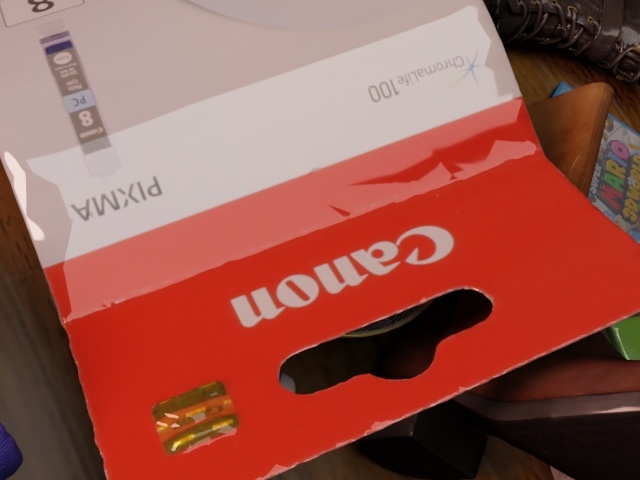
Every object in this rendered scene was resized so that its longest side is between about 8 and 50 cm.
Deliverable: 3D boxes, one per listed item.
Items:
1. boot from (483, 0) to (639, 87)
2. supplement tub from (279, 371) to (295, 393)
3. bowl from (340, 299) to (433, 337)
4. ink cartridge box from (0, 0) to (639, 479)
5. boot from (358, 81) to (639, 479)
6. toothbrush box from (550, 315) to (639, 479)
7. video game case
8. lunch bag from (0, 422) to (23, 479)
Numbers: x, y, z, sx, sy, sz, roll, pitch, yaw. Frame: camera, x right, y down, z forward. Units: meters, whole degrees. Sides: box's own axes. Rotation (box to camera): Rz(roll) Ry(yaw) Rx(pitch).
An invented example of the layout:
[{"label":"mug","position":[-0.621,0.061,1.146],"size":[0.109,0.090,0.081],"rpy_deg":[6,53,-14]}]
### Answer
[{"label":"boot","position":[0.218,-0.196,0.730],"size":[0.228,0.091,0.263],"rpy_deg":[26,57,-4]},{"label":"supplement tub","position":[-0.076,0.095,0.497],"size":[0.107,0.071,0.071],"rpy_deg":[26,59,-4]},{"label":"bowl","position":[0.000,0.000,0.564],"size":[0.170,0.080,0.170],"rpy_deg":[8,61,-14]},{"label":"ink cartridge box","position":[-0.029,-0.072,0.475],"size":[0.308,0.091,0.385],"rpy_deg":[-21,48,-13]},{"label":"boot","position":[0.163,0.015,0.521],"size":[0.096,0.264,0.281],"rpy_deg":[36,58,-21]},{"label":"toothbrush box","position":[0.317,0.154,0.569],"size":[0.283,0.122,0.206],"rpy_deg":[-4,66,-21]},{"label":"video game case","position":[0.259,-0.056,0.717],"size":[0.166,0.015,0.119],"rpy_deg":[35,59,1]},{"label":"lunch bag","position":[-0.368,0.096,0.307],"size":[0.385,0.239,0.328],"rpy_deg":[33,57,8]}]
